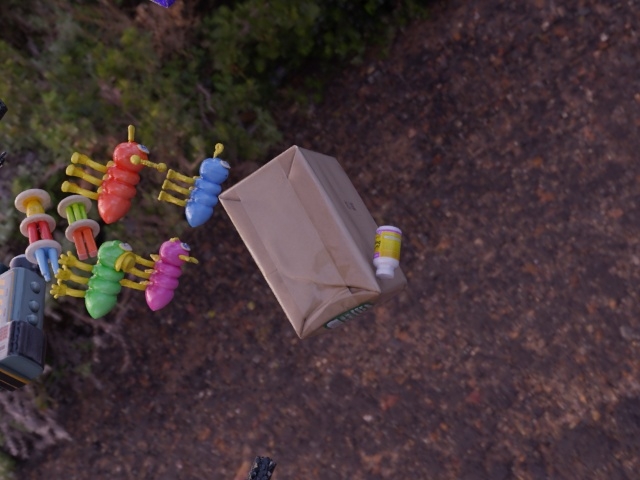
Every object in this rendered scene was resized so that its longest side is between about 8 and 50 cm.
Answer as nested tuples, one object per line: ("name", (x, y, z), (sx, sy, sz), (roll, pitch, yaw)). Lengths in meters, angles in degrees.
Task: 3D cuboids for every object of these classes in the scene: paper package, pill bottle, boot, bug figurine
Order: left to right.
("bug figurine", (-0.193, -0.017, 1.114), (0.072, 0.279, 0.216), (23, 98, 20))
("boot", (-0.108, 0.397, 1.510), (0.121, 0.045, 0.099), (113, 178, -48))
("paper package", (0.000, 0.000, 1.770), (0.168, 0.325, 0.309), (-32, 83, 12))
("pill bottle", (0.111, 0.021, 1.620), (0.043, 0.043, 0.083), (-9, 64, 34))

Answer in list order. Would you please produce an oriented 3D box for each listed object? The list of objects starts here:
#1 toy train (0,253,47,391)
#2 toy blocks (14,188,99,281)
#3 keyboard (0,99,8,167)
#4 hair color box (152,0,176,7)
("toy train", (-0.680, 0.182, 2.111), (0.190, 0.142, 0.334), (-26, 47, 21))
("toy blocks", (-0.384, -0.001, 1.454), (0.054, 0.123, 0.148), (-49, 49, 34))
("keyboard", (-0.661, -0.121, 1.742), (0.201, 0.033, 0.317), (44, 100, 30))
("hair color box", (-0.258, -0.592, 1.829), (0.185, 0.110, 0.339), (28, 57, 19))
